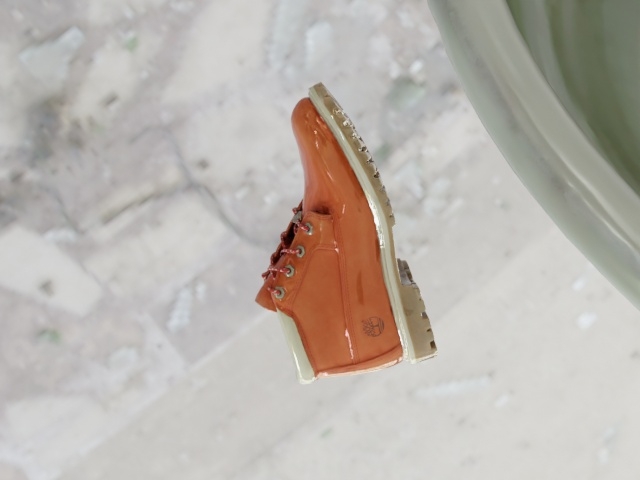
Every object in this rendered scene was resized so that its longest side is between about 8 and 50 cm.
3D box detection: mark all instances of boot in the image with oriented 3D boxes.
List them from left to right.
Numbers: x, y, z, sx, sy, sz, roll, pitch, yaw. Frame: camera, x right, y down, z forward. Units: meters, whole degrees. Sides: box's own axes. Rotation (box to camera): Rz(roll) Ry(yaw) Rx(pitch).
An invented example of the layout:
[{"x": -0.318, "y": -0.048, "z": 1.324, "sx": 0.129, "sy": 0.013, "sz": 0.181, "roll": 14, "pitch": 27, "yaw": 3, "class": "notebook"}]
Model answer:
[{"x": 0.000, "y": 0.000, "z": 0.918, "sx": 0.085, "sy": 0.059, "sz": 0.157, "roll": -17, "pitch": 103, "yaw": 1, "class": "boot"}]

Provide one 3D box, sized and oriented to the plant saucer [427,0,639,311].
[{"x": 0.213, "y": -0.047, "z": 0.602, "sx": 0.401, "sy": 0.400, "sz": 0.100, "roll": -14, "pitch": 146, "yaw": -28, "class": "plant saucer"}]
